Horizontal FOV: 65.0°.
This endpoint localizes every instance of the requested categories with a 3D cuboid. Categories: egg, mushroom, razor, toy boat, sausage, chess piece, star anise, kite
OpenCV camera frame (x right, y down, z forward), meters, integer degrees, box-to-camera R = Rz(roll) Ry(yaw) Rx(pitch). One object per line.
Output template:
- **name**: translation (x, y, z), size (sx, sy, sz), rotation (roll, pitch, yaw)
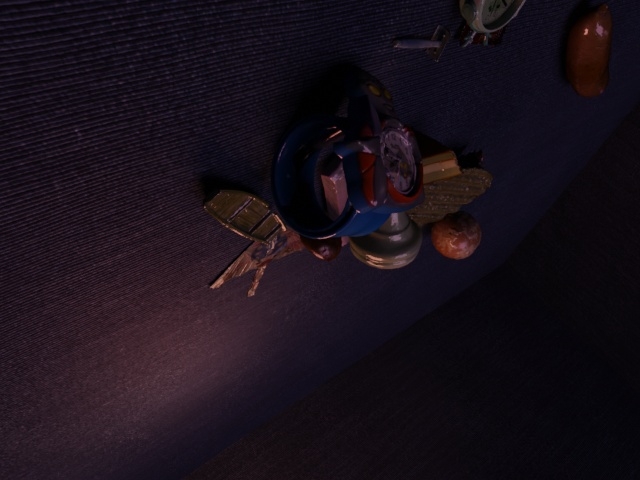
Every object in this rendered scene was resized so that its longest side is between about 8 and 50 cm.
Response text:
- **egg**: translation (0.530, -0.022, 1.968), size (0.233, 0.195, 0.194), rotation (-27, 156, -56)
- **mushroom**: translation (0.000, 0.000, 1.291), size (0.127, 0.127, 0.087), rotation (-9, 153, -50)
- **razor**: translation (0.197, -0.398, 1.012), size (0.135, 0.040, 0.068), rotation (-14, 145, -34)
- **toy boat**: translation (-0.159, -0.060, 1.036), size (0.093, 0.055, 0.293), rotation (-42, 157, 5)
- **sausage**: translation (0.835, -0.561, 1.561), size (0.136, 0.123, 0.501), rotation (-50, 154, 14)
- **chess piece**: translation (0.168, -0.095, 1.257), size (0.195, 0.195, 0.298), rotation (-27, 136, -28)
- **star anise**: translation (0.493, -0.186, 1.642), size (0.148, 0.218, 0.227), rotation (-42, 114, 0)
- **kite**: translation (-0.143, 0.053, 1.312), size (0.336, 0.011, 0.314), rotation (-22, 150, -35)

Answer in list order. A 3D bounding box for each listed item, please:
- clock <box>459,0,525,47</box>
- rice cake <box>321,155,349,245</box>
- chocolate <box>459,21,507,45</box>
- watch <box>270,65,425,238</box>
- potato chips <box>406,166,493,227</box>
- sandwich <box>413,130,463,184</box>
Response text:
- **clock**: translation (0.345, -0.491, 1.003), size (0.160, 0.066, 0.210), rotation (-16, 142, -34)
- **rice cake**: translation (0.049, -0.092, 1.285), size (0.072, 0.056, 0.364), rotation (-50, 160, -18)
- **chocolate**: translation (0.374, -0.481, 1.133), size (0.183, 0.028, 0.086), rotation (-19, 139, -35)
- **watch**: translation (0.030, -0.160, 0.967), size (0.275, 0.304, 0.242), rotation (-20, 169, 38)
- **potato chips**: translation (0.330, -0.115, 1.566), size (0.430, 0.070, 0.358), rotation (-6, 149, -34)
- **sandwich**: translation (0.243, -0.174, 1.303), size (0.187, 0.144, 0.117), rotation (-43, 138, 4)
